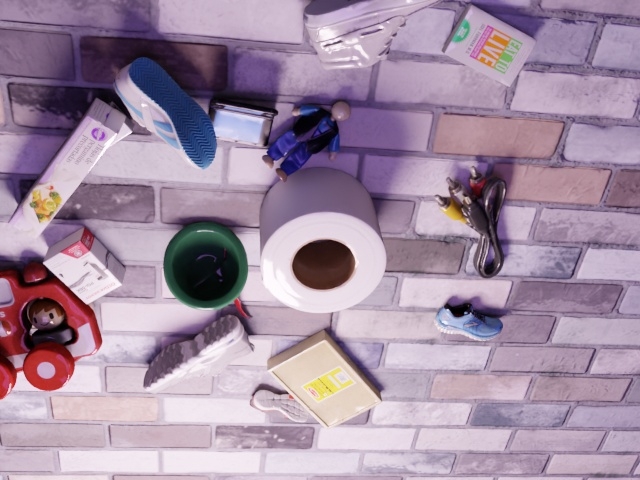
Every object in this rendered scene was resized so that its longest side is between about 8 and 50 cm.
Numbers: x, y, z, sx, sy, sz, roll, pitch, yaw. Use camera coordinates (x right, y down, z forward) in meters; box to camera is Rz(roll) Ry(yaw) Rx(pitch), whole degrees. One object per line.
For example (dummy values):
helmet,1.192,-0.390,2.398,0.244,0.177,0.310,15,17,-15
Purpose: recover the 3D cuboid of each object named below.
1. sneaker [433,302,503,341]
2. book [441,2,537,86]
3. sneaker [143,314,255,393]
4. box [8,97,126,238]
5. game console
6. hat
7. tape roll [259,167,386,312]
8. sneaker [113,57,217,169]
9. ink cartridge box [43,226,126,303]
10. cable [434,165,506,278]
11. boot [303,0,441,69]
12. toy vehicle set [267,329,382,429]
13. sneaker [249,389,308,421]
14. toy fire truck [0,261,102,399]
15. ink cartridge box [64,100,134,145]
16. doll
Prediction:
sneaker,0.346,0.182,1.702,0.162,0.063,0.073,9,121,-12
book,0.305,-0.353,1.340,0.144,0.035,0.096,21,117,-17
sneaker,-0.277,0.285,1.686,0.281,0.105,0.115,-28,123,13
box,-0.475,-0.127,1.377,0.063,0.067,0.324,33,123,-24
game console,-0.147,-0.216,1.369,0.122,0.107,0.071,8,96,-12
hat,-0.242,0.075,1.593,0.173,0.183,0.208,-8,84,-8
tape roll,0.000,0.000,1.474,0.246,0.169,0.246,-3,125,-4
sneaker,-0.275,-0.223,1.336,0.092,0.087,0.228,-8,127,48
ink cartridge box,-0.485,0.054,1.532,0.099,0.056,0.135,-29,122,13
cable,0.342,-0.042,1.565,0.139,0.072,0.287,-36,135,-1
boot,0.107,-0.375,1.277,0.258,0.095,0.123,-11,132,12
toy vehicle set,0.013,0.343,1.798,0.166,0.035,0.267,-29,123,15
sneaker,-0.104,0.410,1.834,0.158,0.061,0.065,26,146,-21
toy fire truck,-0.630,0.178,1.558,0.302,0.169,0.253,-11,107,1
ink cartridge box,-0.409,-0.202,1.374,0.115,0.029,0.063,-27,124,21
doll,-0.017,-0.194,1.409,0.189,0.046,0.129,-41,110,14
